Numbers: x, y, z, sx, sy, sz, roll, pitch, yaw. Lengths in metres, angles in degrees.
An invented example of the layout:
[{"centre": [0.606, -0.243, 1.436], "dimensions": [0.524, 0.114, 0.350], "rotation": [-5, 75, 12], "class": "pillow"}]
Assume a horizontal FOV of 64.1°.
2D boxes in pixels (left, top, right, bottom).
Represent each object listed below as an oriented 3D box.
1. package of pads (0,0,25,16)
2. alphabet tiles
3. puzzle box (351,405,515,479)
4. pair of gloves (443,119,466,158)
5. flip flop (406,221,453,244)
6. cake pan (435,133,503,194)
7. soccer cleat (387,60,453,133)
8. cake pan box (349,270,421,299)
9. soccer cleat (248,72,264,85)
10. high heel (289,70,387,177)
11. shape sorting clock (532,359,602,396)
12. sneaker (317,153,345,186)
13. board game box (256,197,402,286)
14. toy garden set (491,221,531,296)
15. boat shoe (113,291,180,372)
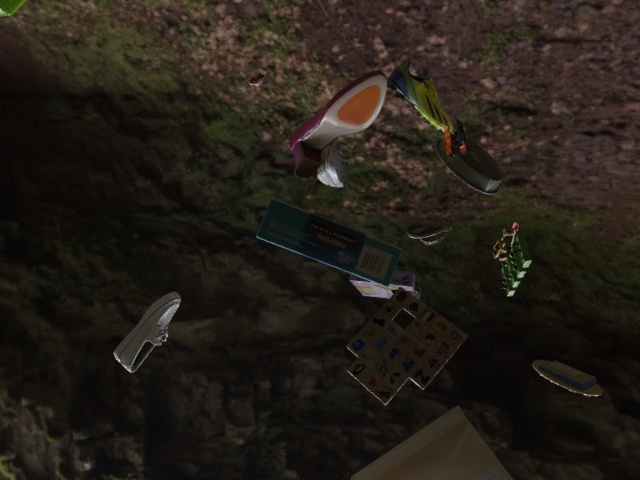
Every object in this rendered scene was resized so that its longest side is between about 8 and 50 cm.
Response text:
[{"centre": [-0.531, -0.509, 0.876], "dimensions": [0.229, 0.101, 0.297], "rotation": [12, -117, 33], "class": "package of pads"}, {"centre": [0.181, 0.244, 1.162], "dimensions": [0.198, 0.009, 0.237], "rotation": [37, -105, 31], "class": "alphabet tiles"}, {"centre": [0.287, 0.566, 1.068], "dimensions": [0.272, 0.409, 0.052], "rotation": [-35, -164, 4], "class": "puzzle box"}, {"centre": [0.290, -0.219, 1.109], "dimensions": [0.010, 0.074, 0.083], "rotation": [-9, -179, -15], "class": "pair of gloves"}, {"centre": [0.406, -0.024, 1.868], "dimensions": [0.112, 0.080, 0.277], "rotation": [10, -170, 31], "class": "flip flop"}, {"centre": [0.560, -0.292, 1.897], "dimensions": [0.293, 0.054, 0.293], "rotation": [23, -142, -19], "class": "cake pan"}, {"centre": [0.348, -0.464, 1.674], "dimensions": [0.289, 0.121, 0.093], "rotation": [37, -167, -19], "class": "soccer cleat"}, {"centre": [0.277, 0.181, 2.102], "dimensions": [0.266, 0.070, 0.246], "rotation": [5, 163, 19], "class": "cake pan box"}, {"centre": [-0.203, -0.503, 1.619], "dimensions": [0.029, 0.036, 0.083], "rotation": [28, -139, 3], "class": "soccer cleat"}, {"centre": [0.026, -0.220, 0.883], "dimensions": [0.082, 0.244, 0.117], "rotation": [17, -132, -24], "class": "high heel"}, {"centre": [0.762, 0.425, 1.584], "dimensions": [0.206, 0.040, 0.206], "rotation": [13, -172, -2], "class": "shape sorting clock"}, {"centre": [0.031, -0.235, 1.782], "dimensions": [0.091, 0.094, 0.258], "rotation": [2, 170, 8], "class": "sneaker"}, {"centre": [0.000, 0.000, 1.066], "dimensions": [0.253, 0.079, 0.336], "rotation": [22, 179, -7], "class": "board game box"}, {"centre": [0.649, 0.049, 1.773], "dimensions": [0.049, 0.244, 0.204], "rotation": [-3, -124, 2], "class": "toy garden set"}, {"centre": [-0.475, 0.263, 1.460], "dimensions": [0.084, 0.258, 0.095], "rotation": [42, -173, 19], "class": "boat shoe"}]
